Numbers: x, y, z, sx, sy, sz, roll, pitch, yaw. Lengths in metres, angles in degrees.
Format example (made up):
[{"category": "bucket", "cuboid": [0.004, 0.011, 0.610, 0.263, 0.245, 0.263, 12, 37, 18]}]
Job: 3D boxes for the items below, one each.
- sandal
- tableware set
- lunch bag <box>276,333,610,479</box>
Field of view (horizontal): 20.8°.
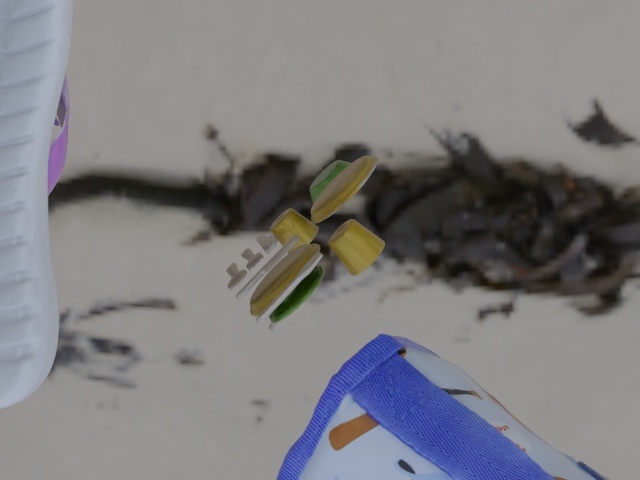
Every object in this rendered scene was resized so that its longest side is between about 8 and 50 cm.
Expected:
[{"category": "sandal", "cuboid": [-0.253, -0.082, 1.340, 0.169, 0.416, 0.102, 9, -170, 23]}, {"category": "tableware set", "cuboid": [0.000, 0.000, 0.898, 0.024, 0.154, 0.104, 44, 89, -12]}, {"category": "lunch bag", "cuboid": [0.132, 0.264, 1.054, 0.239, 0.328, 0.385, -36, 147, -26]}]
